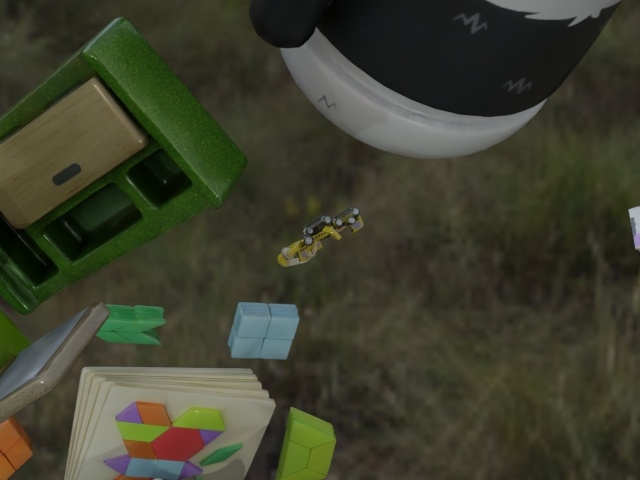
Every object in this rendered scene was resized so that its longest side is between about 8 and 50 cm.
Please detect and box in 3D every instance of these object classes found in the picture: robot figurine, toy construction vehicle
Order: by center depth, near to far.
[{"bbox_3d":[0.081,-0.168,1.016,0.209,0.278,0.173,18,48,-12],"label":"robot figurine"},{"bbox_3d":[0.000,0.000,2.192,0.098,0.035,0.086,-33,10,-11],"label":"toy construction vehicle"}]

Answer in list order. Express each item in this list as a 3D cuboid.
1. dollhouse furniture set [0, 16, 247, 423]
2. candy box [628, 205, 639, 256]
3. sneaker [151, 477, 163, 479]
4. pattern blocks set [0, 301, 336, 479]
[{"bbox_3d":[-0.213,-0.066,0.879,0.151,0.301,0.197,-30,17,37],"label":"dollhouse furniture set"},{"bbox_3d":[0.444,0.026,2.073,0.165,0.196,0.070,-22,35,19],"label":"candy box"},{"bbox_3d":[-0.170,0.236,1.449,0.290,0.123,0.106,-2,14,-26],"label":"sneaker"},{"bbox_3d":[-0.129,0.172,1.531,0.285,0.324,0.026,-5,42,-10],"label":"pattern blocks set"}]
